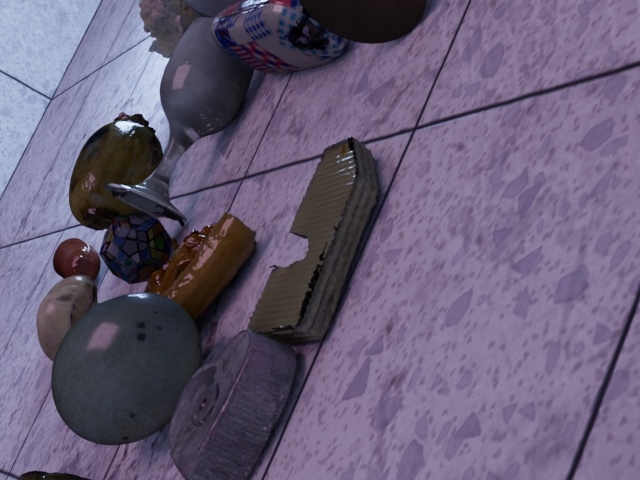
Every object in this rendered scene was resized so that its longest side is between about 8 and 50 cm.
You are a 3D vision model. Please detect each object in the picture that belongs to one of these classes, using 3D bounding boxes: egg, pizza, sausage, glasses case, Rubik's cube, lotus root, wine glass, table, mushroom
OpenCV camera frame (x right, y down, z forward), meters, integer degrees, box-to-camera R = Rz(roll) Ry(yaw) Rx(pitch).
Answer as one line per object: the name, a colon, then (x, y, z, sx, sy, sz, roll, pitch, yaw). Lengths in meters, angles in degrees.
egg: (-0.240, 0.159, 1.679, 0.236, 0.169, 0.169, -41, 28, 40)
pizza: (-0.195, 0.069, 1.826, 0.365, 0.074, 0.182, -42, 24, 42)
sausage: (-0.436, 0.037, 2.441, 0.077, 0.077, 0.194, -62, 21, -5)
glasses case: (-0.064, -0.289, 1.920, 0.076, 0.125, 0.327, -63, 21, -8)
Rubik's cube: (-0.278, 0.011, 2.070, 0.111, 0.111, 0.093, -61, -2, 0)
lotus root: (-0.338, -0.129, 2.322, 0.154, 0.154, 0.278, -42, 24, 41)
wine glass: (-0.206, -0.184, 2.101, 0.321, 0.143, 0.143, -64, 21, -10)
table: (0.078, -0.377, 1.694, 0.167, 0.167, 0.227, -39, 20, 45)
mushroom: (-0.379, 0.123, 2.143, 0.154, 0.122, 0.154, -1, -90, -87)

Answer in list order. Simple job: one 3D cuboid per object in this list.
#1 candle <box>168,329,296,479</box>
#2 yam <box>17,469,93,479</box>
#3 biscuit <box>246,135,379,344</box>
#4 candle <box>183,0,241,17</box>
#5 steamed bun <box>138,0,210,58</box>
candle: (-0.100, 0.192, 1.458, 0.192, 0.068, 0.168, -45, 27, 45)
yam: (-0.352, 0.342, 1.861, 0.274, 0.061, 0.061, -16, 48, 61)
biscuit: (0.000, 0.000, 1.504, 0.147, 0.046, 0.250, -18, 47, 63)
candle: (-0.133, -0.486, 2.211, 0.342, 0.221, 0.221, -46, 25, 34)
steamed bun: (-0.247, -0.431, 2.432, 0.200, 0.170, 0.225, -36, 3, -27)
